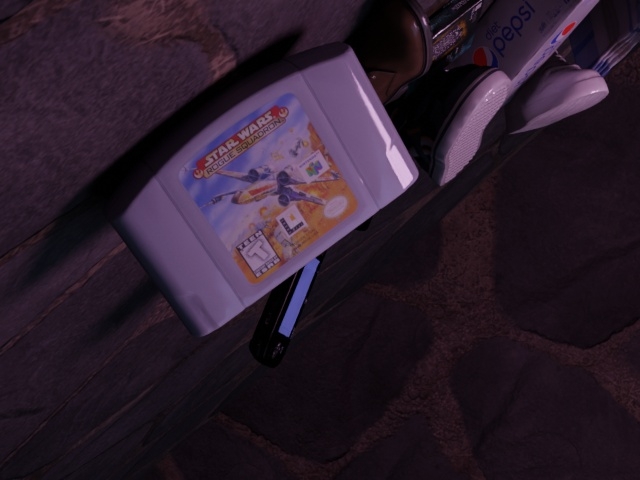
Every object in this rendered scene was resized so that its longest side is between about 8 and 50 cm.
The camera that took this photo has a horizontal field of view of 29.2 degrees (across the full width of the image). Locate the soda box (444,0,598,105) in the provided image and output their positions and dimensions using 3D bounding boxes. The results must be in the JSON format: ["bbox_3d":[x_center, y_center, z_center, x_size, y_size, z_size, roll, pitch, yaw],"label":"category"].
[{"bbox_3d":[0.288,-0.300,1.748,0.091,0.098,0.286,-31,167,-38],"label":"soda box"}]

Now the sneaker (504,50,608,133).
[{"bbox_3d":[0.338,-0.267,1.885,0.108,0.169,0.292,-12,179,-13],"label":"sneaker"}]

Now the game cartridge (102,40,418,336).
[{"bbox_3d":[-0.059,-0.059,1.241,0.297,0.198,0.062,-37,-145,-7],"label":"game cartridge"}]

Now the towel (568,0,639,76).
[{"bbox_3d":[0.462,-0.385,1.848,0.034,0.209,0.285,13,141,-23],"label":"towel"}]

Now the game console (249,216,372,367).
[{"bbox_3d":[0.000,0.000,1.630,0.361,0.044,0.213,-67,156,-7],"label":"game console"}]

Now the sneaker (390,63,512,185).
[{"bbox_3d":[0.172,-0.182,1.747,0.126,0.127,0.321,-41,171,-16],"label":"sneaker"}]

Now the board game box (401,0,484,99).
[{"bbox_3d":[0.155,-0.260,1.628,0.126,0.026,0.186,-39,171,-6],"label":"board game box"}]

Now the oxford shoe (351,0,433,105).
[{"bbox_3d":[0.063,-0.198,1.387,0.096,0.083,0.227,-31,167,-23],"label":"oxford shoe"}]
